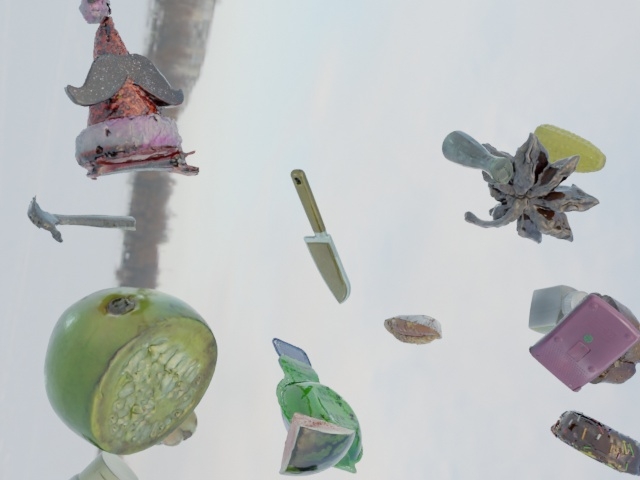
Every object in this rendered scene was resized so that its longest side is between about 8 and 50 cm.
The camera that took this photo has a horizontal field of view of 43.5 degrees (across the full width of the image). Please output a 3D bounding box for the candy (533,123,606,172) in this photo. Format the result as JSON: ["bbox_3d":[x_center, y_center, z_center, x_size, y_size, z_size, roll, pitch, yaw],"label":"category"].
[{"bbox_3d":[0.616,-0.220,1.990,0.198,0.094,0.106,29,-104,44],"label":"candy"}]

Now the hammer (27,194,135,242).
[{"bbox_3d":[-0.454,-0.037,1.577,0.027,0.125,0.297,-51,162,15],"label":"hammer"}]

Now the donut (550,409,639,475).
[{"bbox_3d":[0.671,0.484,1.941,0.089,0.235,0.235,-64,-166,-1],"label":"donut"}]

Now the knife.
[{"bbox_3d":[-0.001,0.000,1.561,0.027,0.061,0.343,-61,140,-42],"label":"knife"}]

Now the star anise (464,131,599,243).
[{"bbox_3d":[0.324,-0.069,1.291,0.089,0.209,0.231,-36,160,-43],"label":"star anise"}]

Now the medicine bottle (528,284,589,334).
[{"bbox_3d":[0.704,0.202,2.353,0.188,0.088,0.132,-23,-130,64],"label":"medicine bottle"}]

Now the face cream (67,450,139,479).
[{"bbox_3d":[-0.336,0.373,1.028,0.224,0.114,0.070,-46,159,-4],"label":"face cream"}]

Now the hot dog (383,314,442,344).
[{"bbox_3d":[0.229,0.220,1.986,0.192,0.099,0.053,-7,-128,57],"label":"hot dog"}]

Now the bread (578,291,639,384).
[{"bbox_3d":[0.730,0.260,2.093,0.232,0.135,0.247,-57,-155,29],"label":"bread"}]

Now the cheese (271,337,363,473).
[{"bbox_3d":[-0.014,0.299,1.483,0.083,0.203,0.320,-50,-142,15],"label":"cheese"}]

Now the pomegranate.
[{"bbox_3d":[-0.222,0.146,0.967,0.159,0.240,0.190,27,-92,38],"label":"pomegranate"}]

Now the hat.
[{"bbox_3d":[-0.229,-0.180,0.936,0.129,0.140,0.228,169,-91,-74],"label":"hat"}]

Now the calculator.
[{"bbox_3d":[0.497,0.197,1.521,0.034,0.126,0.190,-37,166,-53],"label":"calculator"}]

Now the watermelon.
[{"bbox_3d":[-0.027,0.305,1.211,0.135,0.125,0.094,-45,-122,24],"label":"watermelon"}]

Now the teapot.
[{"bbox_3d":[0.200,-0.104,1.014,0.110,0.042,0.043,42,-55,54],"label":"teapot"}]
